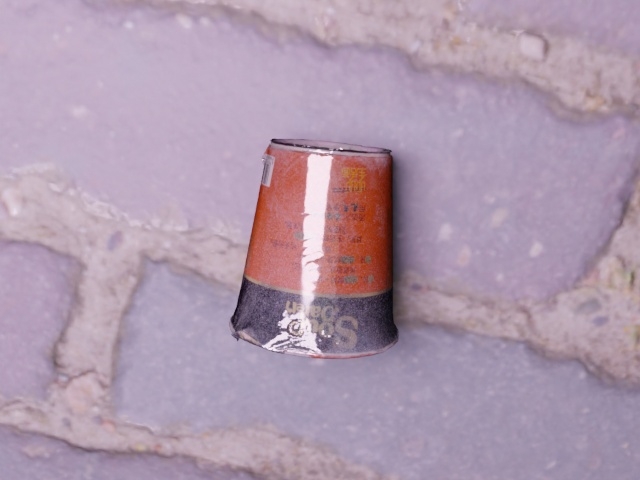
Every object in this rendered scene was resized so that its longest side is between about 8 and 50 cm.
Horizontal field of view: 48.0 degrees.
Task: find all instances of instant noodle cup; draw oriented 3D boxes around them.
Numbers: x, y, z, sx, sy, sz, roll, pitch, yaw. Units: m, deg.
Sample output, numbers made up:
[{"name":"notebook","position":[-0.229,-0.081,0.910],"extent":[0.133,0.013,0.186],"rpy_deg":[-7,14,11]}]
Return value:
[{"name":"instant noodle cup","position":[0.001,0.000,0.508],"extent":[0.127,0.127,0.135],"rpy_deg":[4,100,-2]}]
